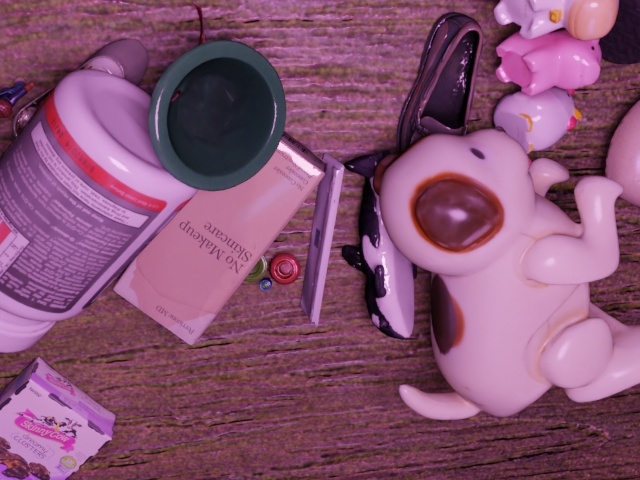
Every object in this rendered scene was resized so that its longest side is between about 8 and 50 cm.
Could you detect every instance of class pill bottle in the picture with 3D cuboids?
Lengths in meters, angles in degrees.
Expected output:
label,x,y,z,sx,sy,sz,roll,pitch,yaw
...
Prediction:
label,x,y,z,sx,sy,sz,roll,pitch,yaw
pill bottle,-0.339,-0.026,0.979,0.210,0.210,0.363,39,113,-20

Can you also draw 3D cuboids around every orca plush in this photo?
label,x,y,z,sx,sy,sz,roll,pitch,yaw
orca plush,0.068,0.013,1.143,0.102,0.151,0.287,-4,118,26

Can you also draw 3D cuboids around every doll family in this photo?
label,x,y,z,sx,sy,sz,roll,pitch,yaw
doll family,-0.459,-0.161,0.980,0.193,0.111,0.076,-41,112,7

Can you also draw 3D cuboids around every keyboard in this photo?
label,x,y,z,sx,sy,sz,roll,pitch,yaw
keyboard,0.000,0.000,1.139,0.014,0.072,0.256,3,111,-18

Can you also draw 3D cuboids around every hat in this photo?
label,x,y,z,sx,sy,sz,roll,pitch,yaw
hat,-0.156,-0.175,0.964,0.208,0.183,0.173,-43,123,-17

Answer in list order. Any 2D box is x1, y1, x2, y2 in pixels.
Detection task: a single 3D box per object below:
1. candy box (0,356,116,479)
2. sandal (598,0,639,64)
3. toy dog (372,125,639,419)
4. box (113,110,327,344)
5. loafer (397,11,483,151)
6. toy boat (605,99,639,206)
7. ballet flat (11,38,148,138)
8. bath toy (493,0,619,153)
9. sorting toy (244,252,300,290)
label,x,y,z,sx,sy,sz,roll,pitch,yaw
candy box,-0.452,0.308,1.186,0.196,0.070,0.165,-42,111,9
sandal,0.326,-0.428,1.001,0.446,0.167,0.107,45,68,-25
toy dog,0.231,0.026,1.061,0.395,0.284,0.408,-29,117,6
box,-0.139,-0.023,1.068,0.148,0.121,0.311,35,102,-6
loafer,0.173,-0.189,1.086,0.096,0.084,0.267,6,110,-12
toy boat,0.570,-0.095,1.172,0.267,0.148,0.318,-24,106,-5
ballet flat,-0.321,-0.193,1.013,0.213,0.068,0.072,-34,109,5
bath toy,0.318,-0.264,1.010,0.129,0.151,0.348,-35,146,-18
sorting toy,-0.081,0.045,1.166,0.102,0.042,0.061,8,94,0
